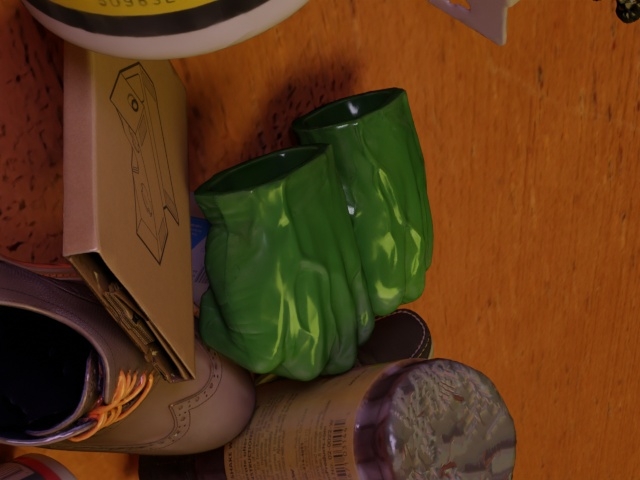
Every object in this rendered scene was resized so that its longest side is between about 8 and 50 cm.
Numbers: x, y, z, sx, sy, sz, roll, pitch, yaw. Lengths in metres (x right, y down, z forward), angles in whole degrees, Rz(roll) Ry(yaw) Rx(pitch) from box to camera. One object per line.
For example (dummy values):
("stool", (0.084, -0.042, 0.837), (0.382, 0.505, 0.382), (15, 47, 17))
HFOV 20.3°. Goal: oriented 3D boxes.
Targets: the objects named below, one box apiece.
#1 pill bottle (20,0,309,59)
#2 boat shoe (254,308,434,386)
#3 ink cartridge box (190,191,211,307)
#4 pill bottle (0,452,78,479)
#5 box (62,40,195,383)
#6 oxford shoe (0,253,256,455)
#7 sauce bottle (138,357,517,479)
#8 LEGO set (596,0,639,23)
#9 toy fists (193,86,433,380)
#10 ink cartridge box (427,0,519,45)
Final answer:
("pill bottle", (-0.096, -0.246, 0.771), (0.188, 0.188, 0.334), (-44, 150, -16))
("boat shoe", (0.005, 0.117, 1.427), (0.223, 0.080, 0.073), (-32, 150, -25))
("ink cartridge box", (-0.114, 0.027, 1.184), (0.088, 0.052, 0.122), (12, 111, -57))
("pill bottle", (-0.238, 0.219, 1.161), (0.180, 0.108, 0.108), (-24, 140, -41))
("box", (-0.106, -0.043, 1.006), (0.021, 0.201, 0.164), (-10, 150, 11))
("oxford shoe", (-0.151, 0.082, 1.045), (0.364, 0.133, 0.130), (21, 104, -48))
("sauce bottle", (-0.014, 0.146, 1.217), (0.111, 0.344, 0.111), (7, 79, -35))
("LEGO set", (0.129, -0.292, 0.907), (0.192, 0.255, 0.331), (-42, 117, 3))
("toy fists", (0.000, 0.000, 1.184), (0.279, 0.096, 0.142), (-41, 119, -62))
("ink cartridge box", (0.105, -0.227, 1.168), (0.060, 0.104, 0.180), (-39, 149, -26))
